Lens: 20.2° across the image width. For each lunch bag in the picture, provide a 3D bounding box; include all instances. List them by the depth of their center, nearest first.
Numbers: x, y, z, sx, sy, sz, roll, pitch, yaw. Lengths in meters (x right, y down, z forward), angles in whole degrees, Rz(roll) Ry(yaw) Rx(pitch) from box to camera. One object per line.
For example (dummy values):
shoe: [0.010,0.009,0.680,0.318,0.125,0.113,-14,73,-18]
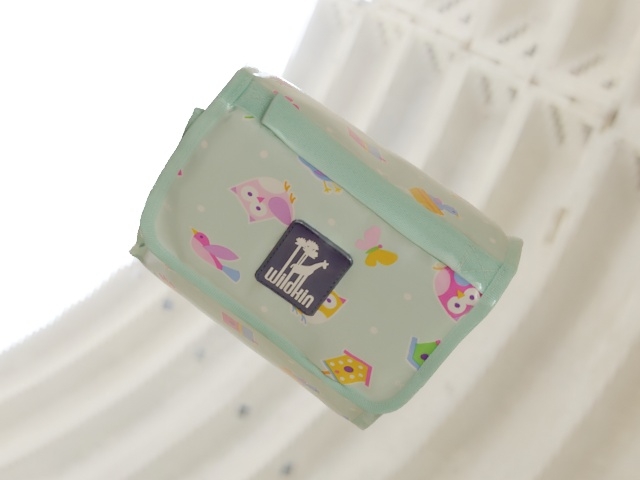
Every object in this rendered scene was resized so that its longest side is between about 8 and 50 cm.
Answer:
lunch bag: [0.000,0.000,1.179,0.160,0.223,0.262,-53,-179,-15]
